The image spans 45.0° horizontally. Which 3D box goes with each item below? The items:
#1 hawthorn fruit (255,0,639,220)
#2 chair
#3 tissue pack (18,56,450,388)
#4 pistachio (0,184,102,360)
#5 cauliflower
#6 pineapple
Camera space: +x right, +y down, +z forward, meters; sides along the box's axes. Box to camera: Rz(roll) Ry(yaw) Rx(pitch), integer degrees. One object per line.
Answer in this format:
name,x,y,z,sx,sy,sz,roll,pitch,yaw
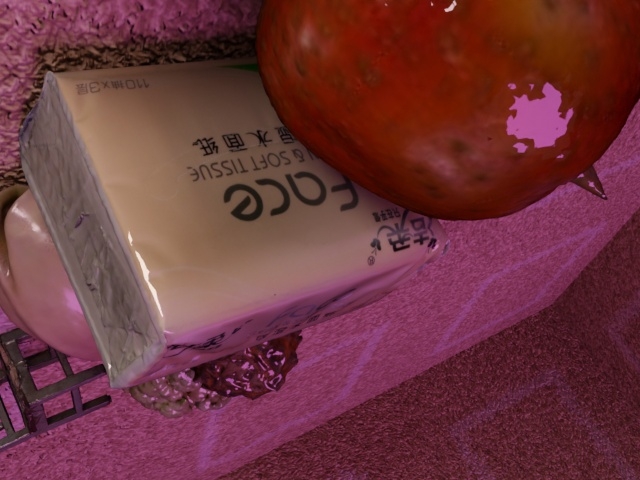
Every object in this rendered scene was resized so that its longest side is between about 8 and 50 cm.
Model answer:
hawthorn fruit,0.156,-0.191,0.783,0.403,0.403,0.403,-28,156,-13
chair,-0.490,0.238,1.246,0.270,0.136,0.147,-21,152,-24
tissue pack,-0.098,-0.048,0.926,0.405,0.331,0.205,-16,161,-36
pistachio,-0.310,0.040,1.029,0.332,0.208,0.226,39,62,-52
cauliflower,-0.219,0.174,1.311,0.281,0.260,0.327,-23,-171,-17
pineapple,-0.113,0.067,1.134,0.175,0.361,0.175,-1,125,-1
